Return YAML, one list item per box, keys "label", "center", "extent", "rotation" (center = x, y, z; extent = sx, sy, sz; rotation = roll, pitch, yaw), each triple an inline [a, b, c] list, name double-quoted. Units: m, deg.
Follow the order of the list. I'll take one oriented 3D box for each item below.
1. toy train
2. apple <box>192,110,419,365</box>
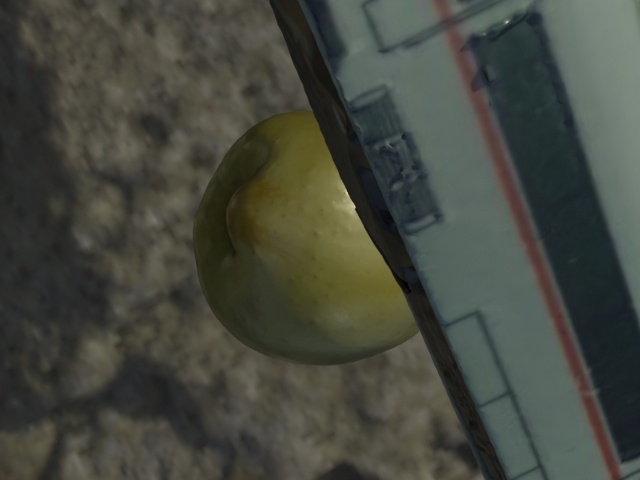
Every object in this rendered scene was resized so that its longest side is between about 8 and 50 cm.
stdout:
- label: "toy train"
  center: [0.077, 0.032, 0.581]
  extent: [0.088, 0.086, 0.407]
  rotation: [-27, 134, -2]
- label: "apple"
  center: [0.000, 0.000, 1.442]
  extent: [0.200, 0.200, 0.200]
  rotation: [-16, 133, -18]
